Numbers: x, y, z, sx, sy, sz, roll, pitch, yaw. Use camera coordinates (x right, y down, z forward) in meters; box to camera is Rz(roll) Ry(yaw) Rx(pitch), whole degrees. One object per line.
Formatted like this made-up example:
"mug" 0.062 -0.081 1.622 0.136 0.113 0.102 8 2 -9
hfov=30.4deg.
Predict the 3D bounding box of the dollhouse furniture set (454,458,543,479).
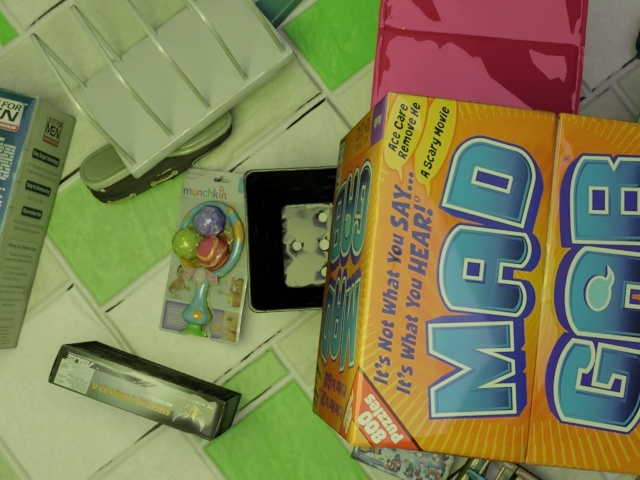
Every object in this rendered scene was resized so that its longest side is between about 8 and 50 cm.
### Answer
"dollhouse furniture set" 0.234 0.359 1.560 0.129 0.183 0.129 32 89 4

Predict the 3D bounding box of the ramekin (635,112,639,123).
"ramekin" 0.552 -0.093 1.585 0.303 0.148 0.303 0 87 3

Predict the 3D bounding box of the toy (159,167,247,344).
"toy" -0.164 0.019 1.642 0.137 0.056 0.237 8 92 29

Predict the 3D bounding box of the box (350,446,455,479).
"box" 0.122 0.286 1.648 0.137 0.027 0.094 21 87 4

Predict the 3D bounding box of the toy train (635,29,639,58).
"toy train" 0.509 -0.325 1.637 0.105 0.080 0.184 17 88 10

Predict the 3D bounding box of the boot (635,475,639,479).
"boot" 0.536 0.259 1.605 0.258 0.095 0.123 -15 80 -6

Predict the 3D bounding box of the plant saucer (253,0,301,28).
"plant saucer" -0.106 -0.310 1.699 0.067 0.018 0.192 43 91 5

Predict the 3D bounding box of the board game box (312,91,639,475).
"board game box" 0.201 0.054 1.344 0.356 0.356 0.356 7 86 -6

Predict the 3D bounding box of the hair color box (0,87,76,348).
"hair color box" -0.451 -0.028 1.624 0.105 0.174 0.347 14 87 5

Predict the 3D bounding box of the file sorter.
"file sorter" -0.215 -0.266 1.591 0.278 0.173 0.193 -37 57 0

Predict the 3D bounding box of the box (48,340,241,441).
"box" -0.232 0.200 1.596 0.231 0.183 0.056 20 87 3

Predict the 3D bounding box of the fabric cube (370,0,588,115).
"fabric cube" 0.202 -0.245 1.560 0.258 0.254 0.259 5 87 4

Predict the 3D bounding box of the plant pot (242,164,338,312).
"plant pot" 0.000 0.000 1.601 0.187 0.167 0.188 -3 88 2

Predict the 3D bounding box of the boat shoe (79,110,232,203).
"boat shoe" -0.226 -0.122 1.672 0.228 0.068 0.081 -23 55 0
